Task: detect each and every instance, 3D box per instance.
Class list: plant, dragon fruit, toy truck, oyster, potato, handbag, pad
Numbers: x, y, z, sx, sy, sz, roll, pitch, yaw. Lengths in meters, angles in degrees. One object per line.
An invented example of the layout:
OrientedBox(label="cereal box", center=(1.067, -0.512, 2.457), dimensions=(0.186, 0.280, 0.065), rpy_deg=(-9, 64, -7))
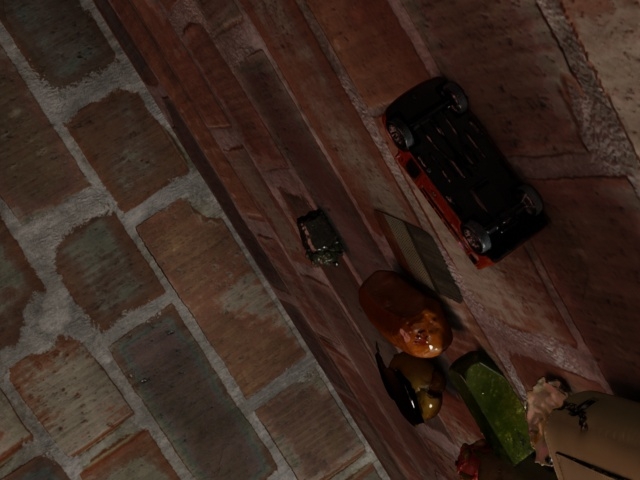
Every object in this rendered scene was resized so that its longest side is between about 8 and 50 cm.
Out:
OrientedBox(label="plant", center=(0.000, 0.000, 2.238), dimensions=(0.094, 0.092, 0.143), rpy_deg=(15, 132, 60))
OrientedBox(label="dragon fruit", center=(0.370, 0.514, 1.987), dimensions=(0.207, 0.133, 0.150), rpy_deg=(47, 141, 45))
OrientedBox(label="toy truck", center=(0.184, -0.088, 1.252), dimensions=(0.252, 0.108, 0.114), rpy_deg=(55, 167, 6))
OrientedBox(label="oyster", center=(0.399, 0.308, 1.563), dimensions=(0.133, 0.072, 0.209), rpy_deg=(-131, 33, -56))
OrientedBox(label="potato", center=(0.415, 0.516, 1.823), dimensions=(0.262, 0.165, 0.165), rpy_deg=(47, 165, 22))
OrientedBox(label="handbag", center=(0.451, 0.326, 1.189), dimensions=(0.236, 0.160, 0.358), rpy_deg=(63, 166, -7))
OrientedBox(label="pad", center=(0.128, -0.022, 1.756), dimensions=(0.323, 0.055, 0.250), rpy_deg=(42, 175, -25))

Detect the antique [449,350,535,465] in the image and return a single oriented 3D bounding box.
OrientedBox(label="antique", center=(0.331, 0.313, 1.788), dimensions=(0.220, 0.080, 0.081), rpy_deg=(59, 166, -8))

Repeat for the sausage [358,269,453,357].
OrientedBox(label="sausage", center=(0.168, 0.150, 1.884), dimensions=(0.258, 0.133, 0.133), rpy_deg=(37, 158, 52))

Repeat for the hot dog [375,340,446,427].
OrientedBox(label="hot dog", center=(0.218, 0.317, 2.183), dimensions=(0.326, 0.107, 0.194), rpy_deg=(-130, 20, -69))
